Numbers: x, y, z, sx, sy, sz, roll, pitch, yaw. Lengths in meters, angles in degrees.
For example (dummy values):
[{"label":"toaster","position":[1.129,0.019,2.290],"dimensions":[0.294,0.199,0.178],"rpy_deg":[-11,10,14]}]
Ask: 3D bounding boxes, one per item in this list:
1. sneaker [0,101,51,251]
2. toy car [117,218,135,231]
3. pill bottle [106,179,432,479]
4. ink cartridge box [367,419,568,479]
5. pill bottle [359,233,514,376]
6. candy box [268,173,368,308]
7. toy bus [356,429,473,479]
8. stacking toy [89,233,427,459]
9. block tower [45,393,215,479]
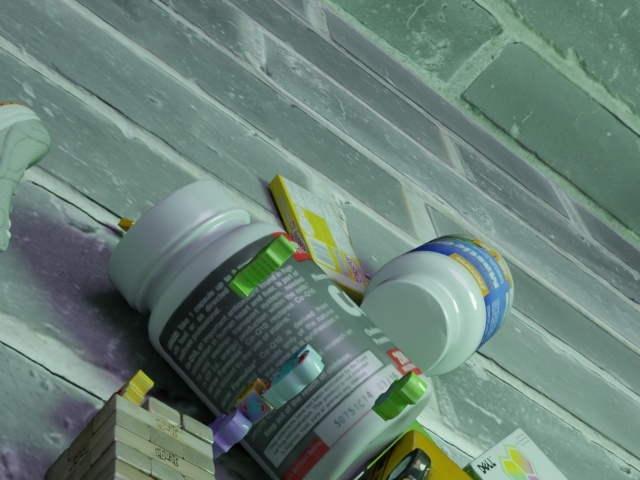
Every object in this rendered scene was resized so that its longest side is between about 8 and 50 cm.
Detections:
[{"label":"sneaker","position":[-0.289,-0.025,0.960],"dimensions":[0.121,0.099,0.262],"rpy_deg":[51,30,-4]},{"label":"toy car","position":[-0.163,-0.023,1.237],"dimensions":[0.040,0.060,0.122],"rpy_deg":[18,-5,36]},{"label":"pill bottle","position":[-0.050,0.087,1.058],"dimensions":[0.283,0.161,0.161],"rpy_deg":[46,20,15]},{"label":"ink cartridge box","position":[0.153,0.242,1.229],"dimensions":[0.255,0.097,0.188],"rpy_deg":[49,21,15]},{"label":"pill bottle","position":[0.140,0.081,1.447],"dimensions":[0.152,0.152,0.272],"rpy_deg":[46,19,9]},{"label":"candy box","position":[0.000,0.000,1.531],"dimensions":[0.105,0.027,0.206],"rpy_deg":[31,23,-36]},{"label":"toy bus","position":[0.064,0.273,0.949],"dimensions":[0.108,0.130,0.333],"rpy_deg":[44,20,-2]},{"label":"stacking toy","position":[-0.049,0.127,0.912],"dimensions":[0.167,0.221,0.052],"rpy_deg":[44,18,-8]},{"label":"block tower","position":[-0.120,0.238,0.734],"dimensions":[0.091,0.097,0.335],"rpy_deg":[33,20,-25]}]
